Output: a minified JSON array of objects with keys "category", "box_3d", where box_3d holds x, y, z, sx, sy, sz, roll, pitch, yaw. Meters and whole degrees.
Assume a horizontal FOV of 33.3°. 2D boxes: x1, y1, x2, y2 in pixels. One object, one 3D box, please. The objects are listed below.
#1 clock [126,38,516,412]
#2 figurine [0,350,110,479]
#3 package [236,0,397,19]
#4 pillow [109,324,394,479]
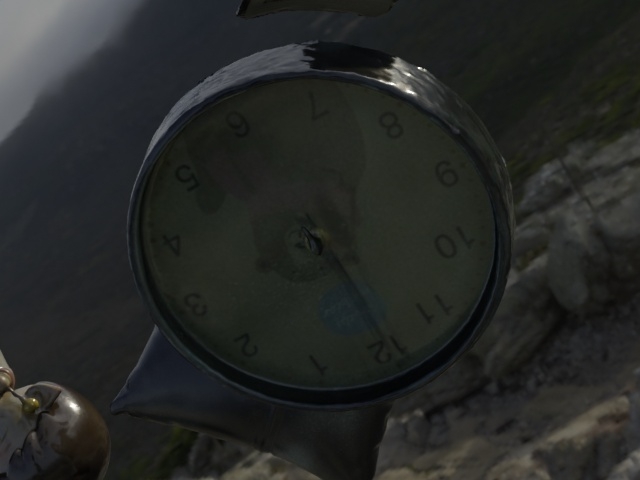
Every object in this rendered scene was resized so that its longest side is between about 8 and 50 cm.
[{"category":"clock","box_3d":[0.000,0.000,0.765,0.280,0.280,0.055,-29,20,17]},{"category":"figurine","box_3d":[-0.318,0.208,1.104,0.158,0.275,0.161,-53,-2,-46]},{"category":"package","box_3d":[0.033,-0.257,0.858,0.154,0.030,0.239,-5,-29,-27]},{"category":"pillow","box_3d":[-0.042,0.108,0.949,0.106,0.250,0.186,126,162,-88]}]
